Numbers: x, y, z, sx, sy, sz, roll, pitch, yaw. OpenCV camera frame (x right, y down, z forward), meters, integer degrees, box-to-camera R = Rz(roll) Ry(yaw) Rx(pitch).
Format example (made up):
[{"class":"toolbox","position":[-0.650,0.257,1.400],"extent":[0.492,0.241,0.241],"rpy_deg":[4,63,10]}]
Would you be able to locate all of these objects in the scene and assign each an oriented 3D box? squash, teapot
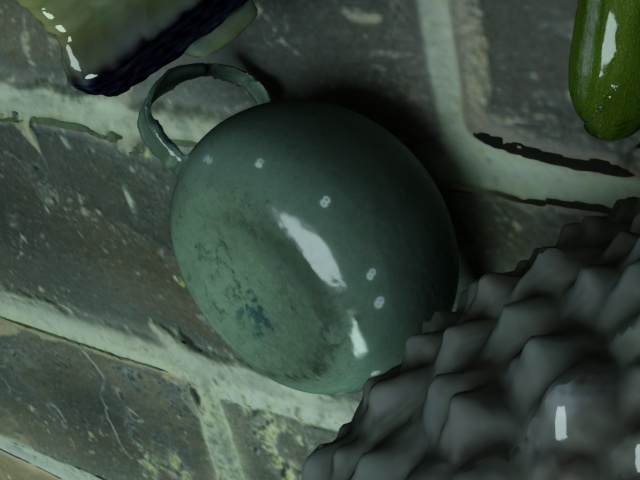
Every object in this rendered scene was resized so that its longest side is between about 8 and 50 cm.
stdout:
[{"class":"squash","position":[0.142,-0.129,0.533],"extent":[0.052,0.052,0.183],"rpy_deg":[19,132,33]},{"class":"teapot","position":[0.000,0.000,0.723],"extent":[0.294,0.129,0.193],"rpy_deg":[48,142,5]}]

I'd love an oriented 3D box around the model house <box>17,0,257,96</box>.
[{"class":"model house","position":[-0.127,-0.233,0.591],"extent":[0.298,0.243,0.284],"rpy_deg":[55,179,36]}]

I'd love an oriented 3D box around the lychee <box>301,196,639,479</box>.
[{"class":"lychee","position":[0.161,0.170,0.505],"extent":[0.380,0.380,0.432],"rpy_deg":[33,122,20]}]
